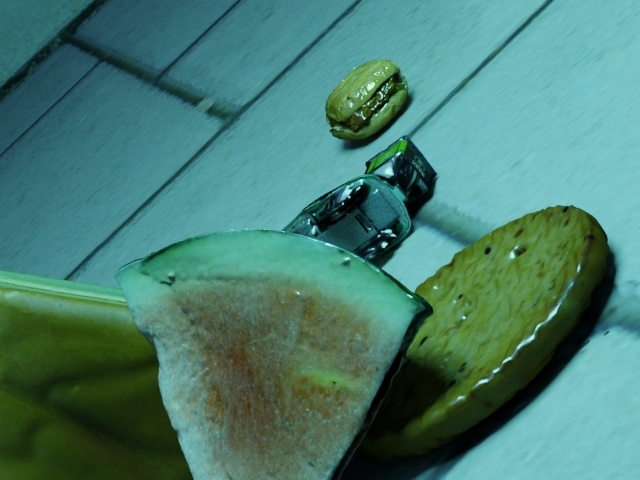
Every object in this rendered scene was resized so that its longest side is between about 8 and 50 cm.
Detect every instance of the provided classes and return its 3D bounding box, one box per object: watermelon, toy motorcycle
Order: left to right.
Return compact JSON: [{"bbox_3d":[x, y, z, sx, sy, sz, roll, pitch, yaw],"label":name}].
[{"bbox_3d":[-0.002,0.089,1.062,0.207,0.202,0.136,-13,-5,42],"label":"watermelon"},{"bbox_3d":[0.000,0.000,1.351,0.173,0.058,0.100,-35,11,21],"label":"toy motorcycle"}]

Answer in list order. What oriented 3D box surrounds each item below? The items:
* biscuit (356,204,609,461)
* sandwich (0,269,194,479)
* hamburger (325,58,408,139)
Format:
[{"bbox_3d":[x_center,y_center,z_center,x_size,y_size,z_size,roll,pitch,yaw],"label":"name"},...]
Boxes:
[{"bbox_3d":[0.087,0.051,1.068,0.188,0.027,0.188,-40,15,14],"label":"biscuit"},{"bbox_3d":[-0.146,0.081,1.230,0.227,0.198,0.155,-46,16,-8],"label":"sandwich"},{"bbox_3d":[0.037,-0.115,1.567,0.076,0.044,0.083,-43,18,-5],"label":"hamburger"}]
